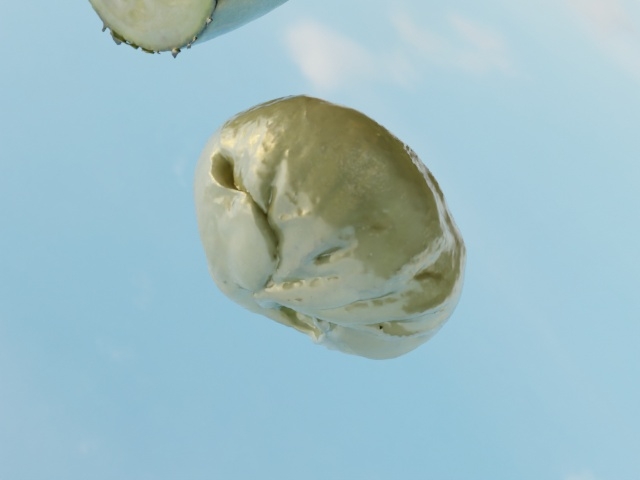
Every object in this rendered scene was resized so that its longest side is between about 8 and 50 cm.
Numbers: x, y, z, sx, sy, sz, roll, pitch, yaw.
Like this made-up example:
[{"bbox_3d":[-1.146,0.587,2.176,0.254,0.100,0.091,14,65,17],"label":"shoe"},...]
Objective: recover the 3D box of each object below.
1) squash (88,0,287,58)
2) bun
[{"bbox_3d":[-0.107,-0.310,1.117,0.189,0.189,0.260,40,-144,5],"label":"squash"},{"bbox_3d":[0.000,0.000,0.911,0.259,0.259,0.160,35,-122,-3],"label":"bun"}]
